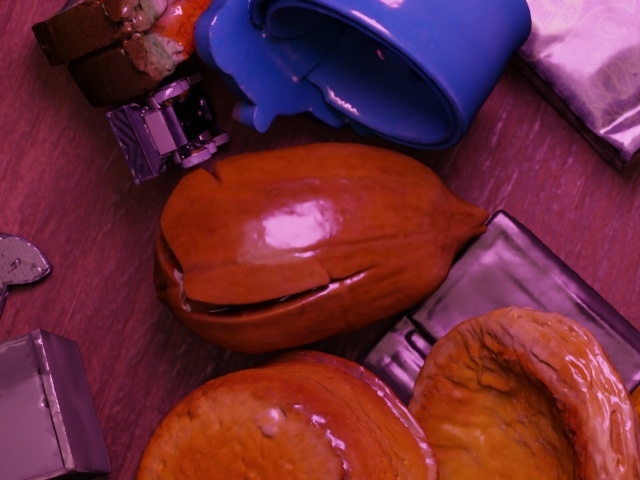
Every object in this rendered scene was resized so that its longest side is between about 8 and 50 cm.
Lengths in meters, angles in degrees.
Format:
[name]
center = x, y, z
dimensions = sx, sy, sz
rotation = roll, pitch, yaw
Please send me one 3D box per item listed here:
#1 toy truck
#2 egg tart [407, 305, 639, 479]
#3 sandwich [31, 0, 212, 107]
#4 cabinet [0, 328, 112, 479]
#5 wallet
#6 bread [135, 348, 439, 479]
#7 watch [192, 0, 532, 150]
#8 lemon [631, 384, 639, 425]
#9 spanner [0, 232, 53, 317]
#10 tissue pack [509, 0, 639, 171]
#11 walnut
[toy truck]
center = -0.155, -0.111, 1.649
dimensions = 0.092, 0.192, 0.083
rotation = -22, 98, 9
[egg tart]
center = 0.207, 0.206, 1.552
dimensions = 0.128, 0.319, 0.319
rotation = -3, 84, -35
[sandwich]
center = -0.178, -0.216, 1.654
dimensions = 0.212, 0.292, 0.109
rotation = -36, 104, -37
[cabinet]
center = -0.340, 0.193, 1.663
dimensions = 0.206, 0.150, 0.145
rotation = -17, 80, 4
[wallet]
center = 0.164, 0.165, 1.675
dimensions = 0.247, 0.041, 0.323
rotation = 43, 95, 6
[bread]
center = -0.040, 0.254, 1.596
dimensions = 0.312, 0.172, 0.312
rotation = -1, 87, 28
[watch]
center = 0.068, -0.180, 1.563
dimensions = 0.305, 0.274, 0.241
rotation = 41, 72, -35
[lemon]
center = 0.377, 0.200, 1.582
dimensions = 0.193, 0.180, 0.180
rotation = 39, 90, -33
[spanner]
center = -0.440, 0.051, 1.746
dimensions = 0.325, 0.026, 0.093
rotation = -7, 84, 5
[tissue pack]
center = 0.268, -0.305, 1.661
dimensions = 0.288, 0.124, 0.394
rotation = -44, 83, -1
[walnut]
center = 0.000, 0.000, 1.628
dimensions = 0.336, 0.209, 0.209
rotation = -9, 85, -4
